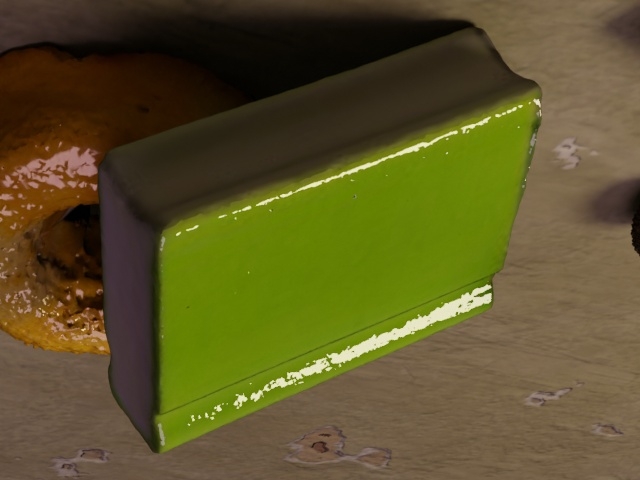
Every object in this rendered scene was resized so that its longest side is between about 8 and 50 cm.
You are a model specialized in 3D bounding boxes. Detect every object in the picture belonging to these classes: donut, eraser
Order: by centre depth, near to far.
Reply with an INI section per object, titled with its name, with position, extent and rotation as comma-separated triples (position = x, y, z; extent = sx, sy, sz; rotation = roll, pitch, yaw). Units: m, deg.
[eraser]
position = 0.000, 0.000, 0.936
extent = 0.274, 0.092, 0.210
rotation = -21, 139, -27
[donut]
position = -0.148, -0.024, 1.001
extent = 0.253, 0.118, 0.253
rotation = -4, 135, -4

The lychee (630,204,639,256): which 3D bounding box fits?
[lychee]
position = 0.276, -0.010, 1.144
extent = 0.067, 0.068, 0.083
rotation = 45, 141, -1
